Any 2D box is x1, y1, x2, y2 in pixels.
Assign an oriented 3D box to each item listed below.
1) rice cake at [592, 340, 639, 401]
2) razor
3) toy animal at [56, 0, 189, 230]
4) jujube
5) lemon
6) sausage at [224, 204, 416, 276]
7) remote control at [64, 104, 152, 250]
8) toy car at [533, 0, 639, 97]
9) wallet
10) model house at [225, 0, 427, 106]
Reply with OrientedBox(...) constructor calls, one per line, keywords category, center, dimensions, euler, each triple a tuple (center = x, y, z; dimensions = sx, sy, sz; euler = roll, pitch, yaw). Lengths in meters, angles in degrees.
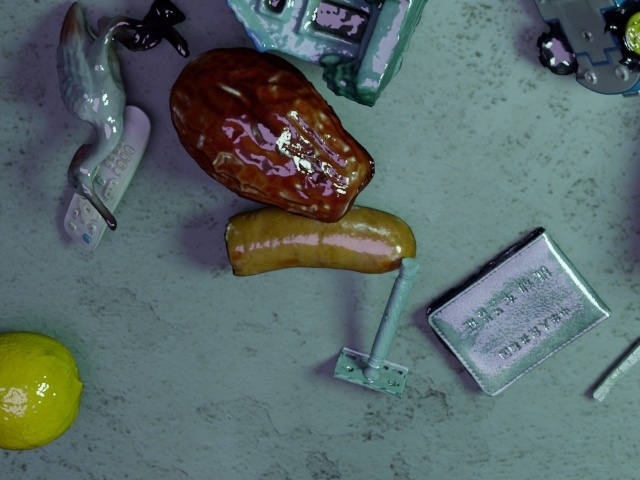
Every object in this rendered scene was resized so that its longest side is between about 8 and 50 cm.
OrientedBox(category="rice cake", center=(0.434, 0.182, 1.795), dimensions=(0.021, 0.022, 0.121), euler=(38, 107, -2))
OrientedBox(category="razor", center=(0.094, 0.118, 1.767), dimensions=(0.106, 0.068, 0.232), euler=(17, 129, 3))
OrientedBox(category="toy animal", center=(-0.308, -0.201, 1.742), dimensions=(0.195, 0.090, 0.324), euler=(27, 97, 20))
OrientedBox(category="jujube", center=(-0.067, -0.141, 1.683), dimensions=(0.290, 0.197, 0.197), euler=(35, 108, 2))
OrientedBox(category="lemon", center=(-0.451, 0.222, 1.856), dimensions=(0.203, 0.178, 0.178), euler=(-5, 105, 8))
OrientedBox(category="sausage", center=(0.001, -0.001, 1.768), dimensions=(0.271, 0.109, 0.108), euler=(1, 106, 8))
OrientedBox(category="remote control", center=(-0.302, -0.092, 1.813), dimensions=(0.073, 0.044, 0.229), euler=(37, 112, 22))
OrientedBox(category="toy car", center=(0.354, -0.335, 1.589), dimensions=(0.166, 0.198, 0.314), euler=(-33, 103, -17))
OrientedBox(category="wallet", center=(0.279, 0.107, 1.790), dimensions=(0.222, 0.036, 0.167), euler=(-37, 98, 16))
OrientedBox(category="model house", center=(-0.012, -0.374, 1.598), dimensions=(0.329, 0.252, 0.294), euler=(23, 108, 8))
